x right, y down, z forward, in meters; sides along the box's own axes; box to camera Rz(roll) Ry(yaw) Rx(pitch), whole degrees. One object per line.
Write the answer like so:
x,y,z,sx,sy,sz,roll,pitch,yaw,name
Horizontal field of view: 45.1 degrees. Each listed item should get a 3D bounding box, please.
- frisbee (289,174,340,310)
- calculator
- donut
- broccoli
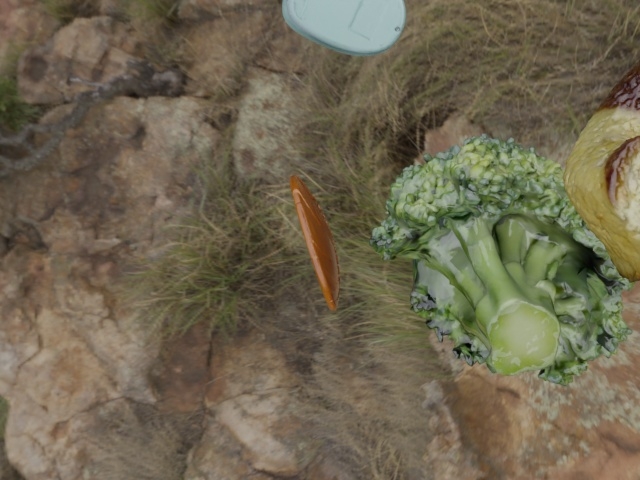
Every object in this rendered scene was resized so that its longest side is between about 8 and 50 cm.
0.000,0.000,1.042,0.035,0.192,0.192,-16,81,2,frisbee
0.016,-0.248,0.796,0.153,0.021,0.095,25,95,-7,calculator
0.246,-0.073,0.555,0.085,0.141,0.217,39,73,-5,donut
0.198,0.020,0.796,0.288,0.260,0.235,16,85,-5,broccoli
